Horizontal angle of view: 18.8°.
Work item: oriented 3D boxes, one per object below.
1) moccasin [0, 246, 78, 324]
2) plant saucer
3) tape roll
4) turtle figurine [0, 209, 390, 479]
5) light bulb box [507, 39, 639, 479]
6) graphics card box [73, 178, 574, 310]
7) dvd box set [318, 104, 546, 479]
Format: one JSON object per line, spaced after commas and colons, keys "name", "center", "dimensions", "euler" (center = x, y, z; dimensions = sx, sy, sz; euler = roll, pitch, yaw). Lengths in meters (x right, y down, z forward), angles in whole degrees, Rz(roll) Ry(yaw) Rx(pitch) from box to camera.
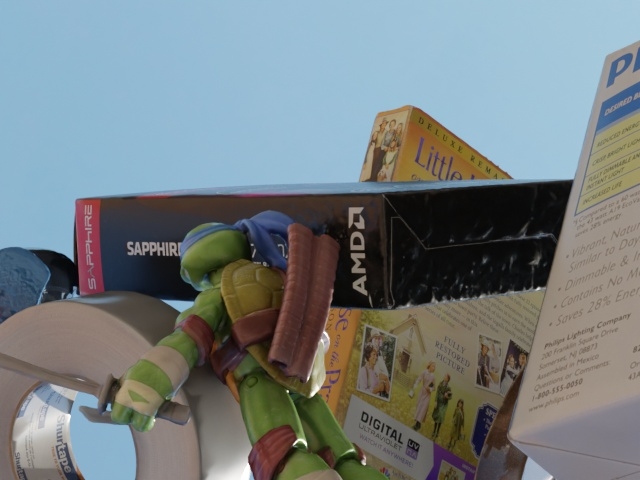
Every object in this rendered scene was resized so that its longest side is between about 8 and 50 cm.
{"name": "moccasin", "center": [-0.299, 0.147, 1.569], "dimensions": [0.138, 0.342, 0.117], "euler": [49, -159, 10]}
{"name": "plant saucer", "center": [0.207, 0.178, 1.812], "dimensions": [0.036, 0.198, 0.198], "euler": [24, -149, 24]}
{"name": "tape roll", "center": [-0.158, 0.148, 1.401], "dimensions": [0.219, 0.219, 0.072], "euler": [35, -158, 22]}
{"name": "turtle figurine", "center": [-0.072, 0.137, 1.350], "dimensions": [0.275, 0.198, 0.266], "euler": [-28, -119, -16]}
{"name": "light bulb box", "center": [0.356, 0.005, 1.294], "dimensions": [0.225, 0.358, 0.361], "euler": [41, -132, -25]}
{"name": "graphics card box", "center": [0.000, 0.000, 1.569], "dimensions": [0.233, 0.094, 0.371], "euler": [-4, -176, -43]}
{"name": "dvd box set", "center": [0.123, 0.121, 1.909], "dimensions": [0.307, 0.062, 0.420], "euler": [33, -119, -37]}
